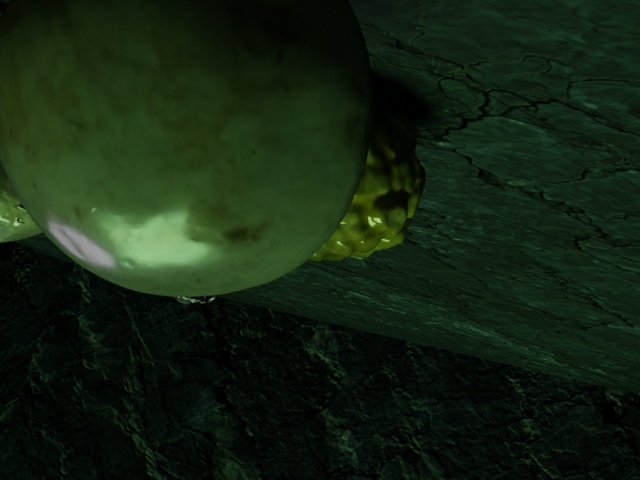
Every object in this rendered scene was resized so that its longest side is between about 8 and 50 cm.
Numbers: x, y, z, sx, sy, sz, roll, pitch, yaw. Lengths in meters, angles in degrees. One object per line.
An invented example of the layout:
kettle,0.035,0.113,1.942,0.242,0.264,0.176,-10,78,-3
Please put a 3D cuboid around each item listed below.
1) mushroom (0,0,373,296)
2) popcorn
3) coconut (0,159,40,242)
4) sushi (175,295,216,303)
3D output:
mushroom,-0.094,-0.109,0.807,0.297,0.298,0.290,15,-162,7
popcorn,-0.013,-0.073,1.088,0.250,0.190,0.250,6,177,0
coconut,-0.490,-0.106,1.617,0.237,0.197,0.237,35,-175,-4
sushi,-0.321,0.041,2.270,0.236,0.171,0.270,8,169,32
